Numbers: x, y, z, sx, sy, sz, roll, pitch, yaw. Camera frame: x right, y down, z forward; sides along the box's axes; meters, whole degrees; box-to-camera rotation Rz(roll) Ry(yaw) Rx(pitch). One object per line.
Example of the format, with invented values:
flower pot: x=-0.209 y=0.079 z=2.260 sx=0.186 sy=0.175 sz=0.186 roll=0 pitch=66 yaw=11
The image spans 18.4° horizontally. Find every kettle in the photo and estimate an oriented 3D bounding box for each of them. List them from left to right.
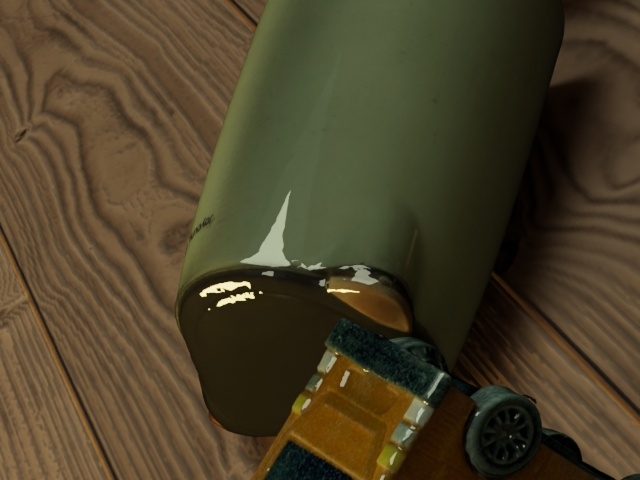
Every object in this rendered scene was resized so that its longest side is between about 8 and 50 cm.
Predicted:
kettle: x=0.015 y=-0.022 z=1.064 sx=0.240 sy=0.165 sz=0.255 roll=-45 pitch=24 yaw=55

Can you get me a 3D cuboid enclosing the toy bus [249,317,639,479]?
toy bus: x=0.070 y=0.117 z=0.788 sx=0.103 sy=0.182 sz=0.091 roll=-59 pitch=31 yaw=-4
